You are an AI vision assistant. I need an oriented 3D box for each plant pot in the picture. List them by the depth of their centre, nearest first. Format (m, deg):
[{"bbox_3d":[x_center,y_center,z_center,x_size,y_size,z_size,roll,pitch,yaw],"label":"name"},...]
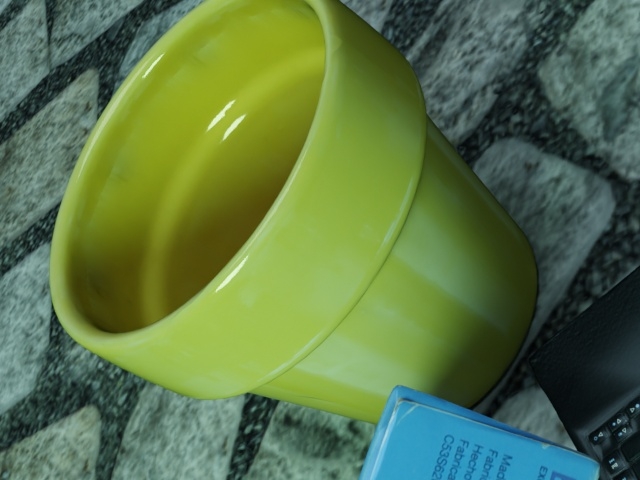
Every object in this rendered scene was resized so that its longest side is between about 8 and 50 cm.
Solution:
[{"bbox_3d":[0.000,0.000,0.959,0.254,0.239,0.254,-31,43,34],"label":"plant pot"}]

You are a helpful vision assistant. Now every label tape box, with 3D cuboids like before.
[{"bbox_3d":[0.040,0.232,0.803,0.334,0.105,0.241,91,-162,-74],"label":"label tape box"}]

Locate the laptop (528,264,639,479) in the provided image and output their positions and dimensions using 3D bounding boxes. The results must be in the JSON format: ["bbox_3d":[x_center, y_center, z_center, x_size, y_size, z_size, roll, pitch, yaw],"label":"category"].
[{"bbox_3d":[0.207,0.071,0.731,0.234,0.136,0.264,-42,49,20],"label":"laptop"}]
